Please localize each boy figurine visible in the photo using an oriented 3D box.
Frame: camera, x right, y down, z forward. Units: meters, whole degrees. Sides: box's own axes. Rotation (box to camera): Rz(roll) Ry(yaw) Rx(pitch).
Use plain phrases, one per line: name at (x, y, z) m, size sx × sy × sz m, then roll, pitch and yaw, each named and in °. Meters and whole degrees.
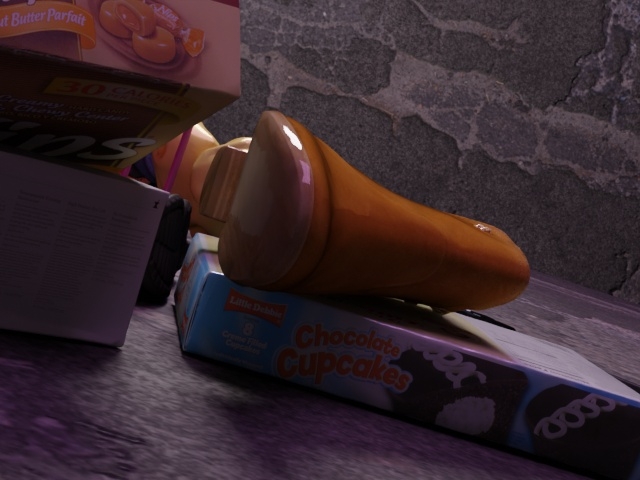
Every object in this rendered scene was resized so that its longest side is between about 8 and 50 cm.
boy figurine at (-0.125, -0.071, 1.363) m, size 0.092 × 0.177 × 0.285 m, roll -25°, pitch 12°, yaw -24°

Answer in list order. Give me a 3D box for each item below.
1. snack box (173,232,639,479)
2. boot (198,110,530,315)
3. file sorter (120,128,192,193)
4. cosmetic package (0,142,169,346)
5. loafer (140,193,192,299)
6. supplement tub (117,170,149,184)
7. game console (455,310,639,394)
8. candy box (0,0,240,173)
snack box at (0.058, 0.078, 0.943) m, size 0.321 × 0.060 × 0.187 m, roll 18°, pitch 5°, yaw -10°
boot at (0.042, -0.004, 0.849) m, size 0.211 × 0.104 × 0.295 m, roll 17°, pitch 3°, yaw -13°
file sorter at (-0.282, -0.137, 1.303) m, size 0.290 × 0.202 × 0.182 m, roll 23°, pitch 3°, yaw 41°
cosmetic package at (-0.199, -0.010, 0.713) m, size 0.060 × 0.099 × 0.239 m, roll 23°, pitch 6°, yaw 43°
loafer at (-0.148, 0.000, 1.039) m, size 0.078 × 0.080 × 0.220 m, roll 9°, pitch 0°, yaw -2°
supplement tub at (-0.285, -0.174, 1.672) m, size 0.207 × 0.207 × 0.338 m, roll 17°, pitch 5°, yaw -26°
game console at (0.173, 0.111, 1.154) m, size 0.361 × 0.044 × 0.213 m, roll 21°, pitch 6°, yaw 28°
candy box at (-0.205, -0.089, 0.798) m, size 0.182 × 0.088 × 0.316 m, roll 8°, pitch -17°, yaw -34°
